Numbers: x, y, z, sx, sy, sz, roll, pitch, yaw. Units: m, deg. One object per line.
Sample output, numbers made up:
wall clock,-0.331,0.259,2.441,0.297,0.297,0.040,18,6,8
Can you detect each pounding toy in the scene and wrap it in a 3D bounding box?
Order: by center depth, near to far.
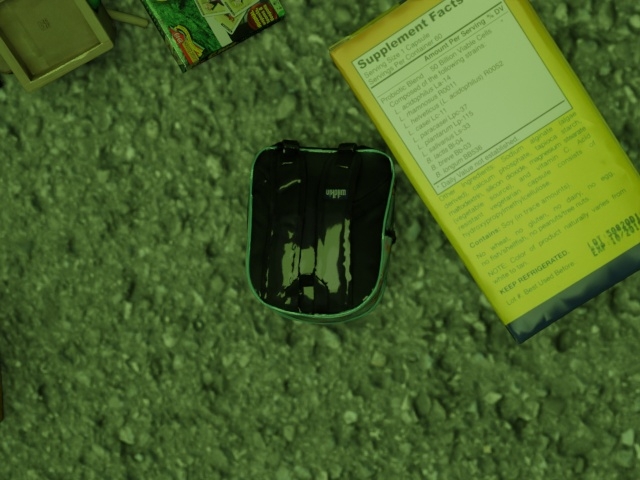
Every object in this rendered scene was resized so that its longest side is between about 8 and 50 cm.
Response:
pounding toy,-0.282,-0.247,1.334,0.141,0.100,0.130,-27,116,6

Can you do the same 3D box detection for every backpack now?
backpack,0.000,0.000,1.329,0.166,0.144,0.188,3,74,3

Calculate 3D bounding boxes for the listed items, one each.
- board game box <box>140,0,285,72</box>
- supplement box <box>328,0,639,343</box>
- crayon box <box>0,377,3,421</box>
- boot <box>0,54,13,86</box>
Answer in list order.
board game box,-0.161,-0.331,1.348,0.136,0.030,0.259,-32,93,-13
supplement box,0.189,-0.103,1.280,0.194,0.195,0.356,-32,93,8
crayon box,-0.431,0.152,1.326,0.081,0.278,0.165,-2,96,3
boot,-0.375,-0.227,1.398,0.118,0.042,0.087,-32,90,8
